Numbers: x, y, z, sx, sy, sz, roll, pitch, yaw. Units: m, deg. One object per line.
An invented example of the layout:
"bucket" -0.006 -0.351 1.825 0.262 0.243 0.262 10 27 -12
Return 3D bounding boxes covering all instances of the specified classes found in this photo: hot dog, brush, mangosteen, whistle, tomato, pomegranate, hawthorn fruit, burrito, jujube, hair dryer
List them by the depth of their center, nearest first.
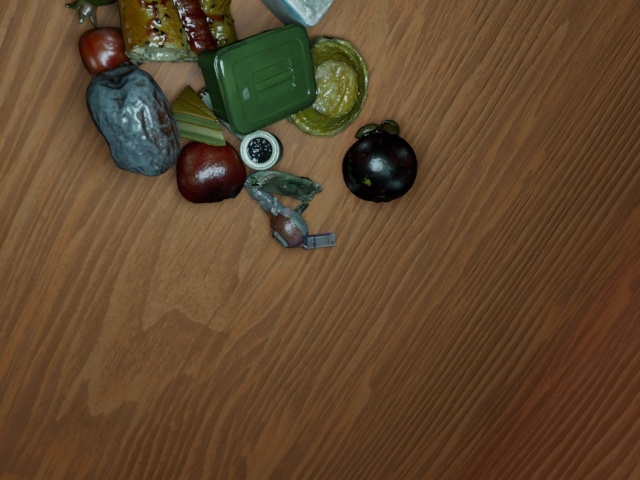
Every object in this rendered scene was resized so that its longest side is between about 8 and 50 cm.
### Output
"pomegranate" -0.644 -0.713 1.298 0.131 0.152 0.191 31 120 -21
"hot dog" -0.405 -0.711 1.305 0.367 0.196 0.365 -21 110 -42
"jujube" -0.528 -0.332 1.329 0.216 0.246 0.307 -27 137 -18
"tomato" -0.620 -0.556 1.349 0.187 0.187 0.151 -38 90 1
"hair dryer" -0.280 -0.382 1.520 0.362 0.203 0.128 42 99 -8
"hawthorn fruit" -0.371 -0.258 1.522 0.230 0.210 0.265 -10 96 -5
"burrito" -0.119 -0.199 1.623 0.309 0.066 0.096 6 134 -46
"mangosteen" 0.212 -0.276 1.645 0.288 0.288 0.287 -6 112 -14
"whistle" -0.158 -0.092 1.671 0.134 0.142 0.346 -42 102 -3
"brush" -0.114 -0.074 1.757 0.034 0.027 0.190 40 97 -23

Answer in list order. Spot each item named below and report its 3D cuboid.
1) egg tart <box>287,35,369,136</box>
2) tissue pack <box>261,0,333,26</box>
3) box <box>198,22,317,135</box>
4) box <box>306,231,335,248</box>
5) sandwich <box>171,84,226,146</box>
"egg tart" 0.026 -0.520 1.562 0.342 0.132 0.341 -5 111 -14
"tissue pack" -0.088 -0.739 1.365 0.124 0.271 0.201 -46 115 6
"box" -0.190 -0.490 1.367 0.329 0.178 0.252 -34 133 -29
"box" 0.000 0.000 1.813 0.117 0.036 0.050 -5 112 -15
"sandwich" -0.358 -0.393 1.438 0.188 0.144 0.117 15 147 16
